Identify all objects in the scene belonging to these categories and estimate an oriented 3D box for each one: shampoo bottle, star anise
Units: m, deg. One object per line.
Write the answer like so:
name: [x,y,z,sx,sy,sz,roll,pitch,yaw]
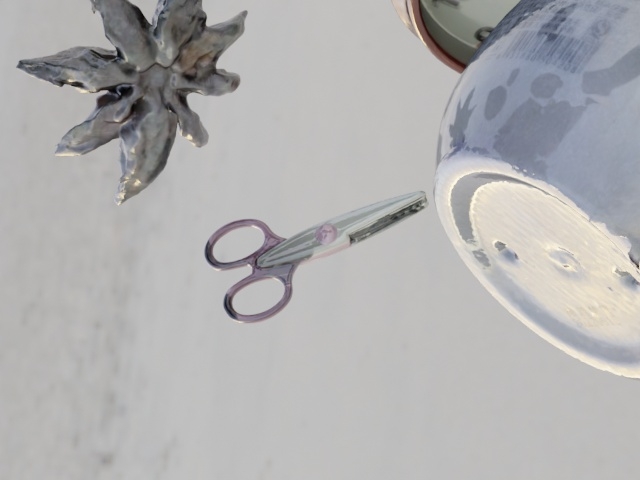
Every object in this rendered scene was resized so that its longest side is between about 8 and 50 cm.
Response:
shampoo bottle: [0.233,-0.068,1.304,0.266,0.273,0.273,-47,-7,-18]
star anise: [-0.133,-0.128,1.455,0.204,0.181,0.061,-54,30,9]

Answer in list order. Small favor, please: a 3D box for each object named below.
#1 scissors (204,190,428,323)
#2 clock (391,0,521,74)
scissors: [0.000,0.000,1.496,0.022,0.176,0.085,65,-177,-67]
clock: [0.205,-0.221,1.433,0.318,0.318,0.080,105,162,-56]
